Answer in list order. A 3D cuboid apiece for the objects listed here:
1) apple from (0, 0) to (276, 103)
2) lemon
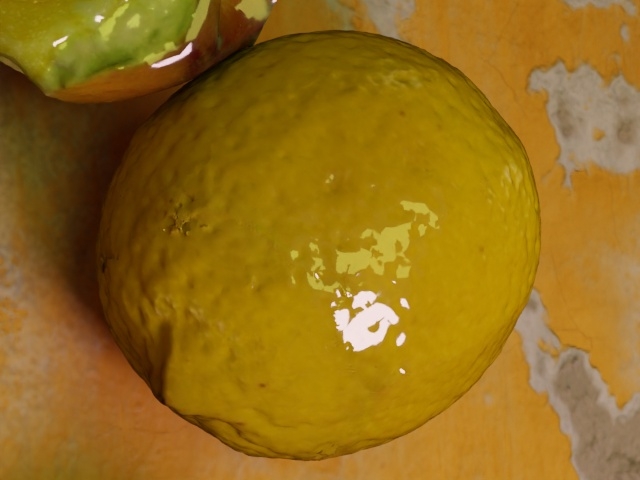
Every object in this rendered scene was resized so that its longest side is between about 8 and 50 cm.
[{"bbox_3d":[-0.166,-0.260,1.269,0.374,0.374,0.384,48,33,-15],"label":"apple"},{"bbox_3d":[-0.002,0.001,1.370,0.336,0.336,0.336,7,77,-31],"label":"lemon"}]
